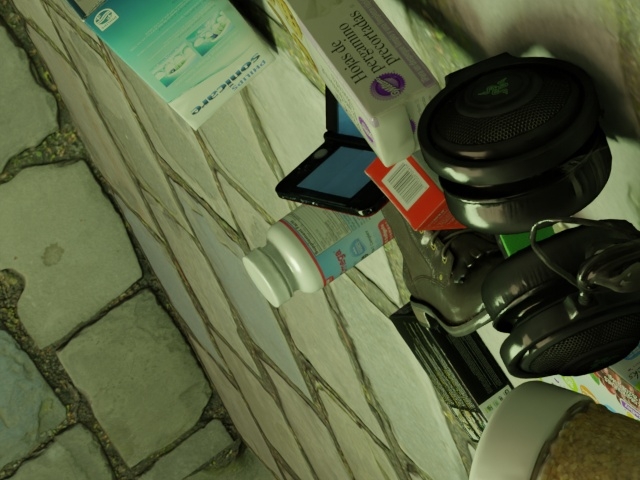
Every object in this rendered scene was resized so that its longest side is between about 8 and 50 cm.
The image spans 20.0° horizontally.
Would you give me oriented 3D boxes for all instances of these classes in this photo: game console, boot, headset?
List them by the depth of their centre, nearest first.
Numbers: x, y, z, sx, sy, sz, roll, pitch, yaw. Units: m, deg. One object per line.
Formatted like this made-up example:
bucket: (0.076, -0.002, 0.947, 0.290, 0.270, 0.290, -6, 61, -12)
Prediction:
headset: (0.188, -0.020, 1.297, 0.394, 0.185, 0.243, -99, -13, -81)
game console: (0.024, -0.096, 1.618, 0.144, 0.124, 0.085, 14, 140, 52)
boot: (0.097, -0.033, 1.674, 0.229, 0.091, 0.263, 65, 160, -7)

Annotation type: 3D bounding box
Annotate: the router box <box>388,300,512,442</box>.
router box: (0.156, 0.145, 2.008, 0.179, 0.046, 0.133, 56, 168, -6)

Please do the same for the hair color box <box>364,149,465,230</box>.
hair color box: (0.103, -0.048, 1.524, 0.072, 0.043, 0.141, 51, -155, 19)

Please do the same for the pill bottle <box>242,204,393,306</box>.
pill bottle: (0.000, 0.000, 1.939, 0.087, 0.160, 0.087, 52, 168, 16)

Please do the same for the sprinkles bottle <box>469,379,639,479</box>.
sprinkles bottle: (0.278, 0.201, 1.230, 0.355, 0.121, 0.121, 18, 148, 32)

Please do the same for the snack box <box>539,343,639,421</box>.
snack box: (0.258, 0.126, 1.510, 0.207, 0.070, 0.174, 43, 163, 47)

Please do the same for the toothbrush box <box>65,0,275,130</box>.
toothbrush box: (-0.195, -0.273, 1.874, 0.216, 0.126, 0.295, 50, -177, 25)

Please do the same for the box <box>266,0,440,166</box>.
box: (0.003, -0.194, 1.525, 0.324, 0.063, 0.067, 57, 173, 38)
